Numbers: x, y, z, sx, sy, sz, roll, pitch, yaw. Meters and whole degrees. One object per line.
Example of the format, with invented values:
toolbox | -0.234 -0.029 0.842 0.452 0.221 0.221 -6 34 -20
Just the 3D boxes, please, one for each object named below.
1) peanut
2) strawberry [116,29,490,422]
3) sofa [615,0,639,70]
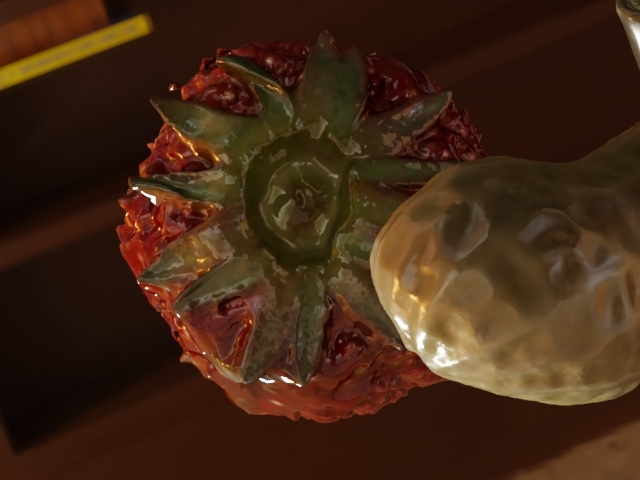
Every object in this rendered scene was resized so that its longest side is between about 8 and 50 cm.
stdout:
peanut | 0.167 0.004 0.930 0.298 0.136 0.120 -17 -159 -23
strawberry | 0.000 -0.002 1.349 0.292 0.292 0.343 -20 171 -1
sofa | 0.321 -0.085 1.412 0.182 0.200 0.258 -26 -140 5
